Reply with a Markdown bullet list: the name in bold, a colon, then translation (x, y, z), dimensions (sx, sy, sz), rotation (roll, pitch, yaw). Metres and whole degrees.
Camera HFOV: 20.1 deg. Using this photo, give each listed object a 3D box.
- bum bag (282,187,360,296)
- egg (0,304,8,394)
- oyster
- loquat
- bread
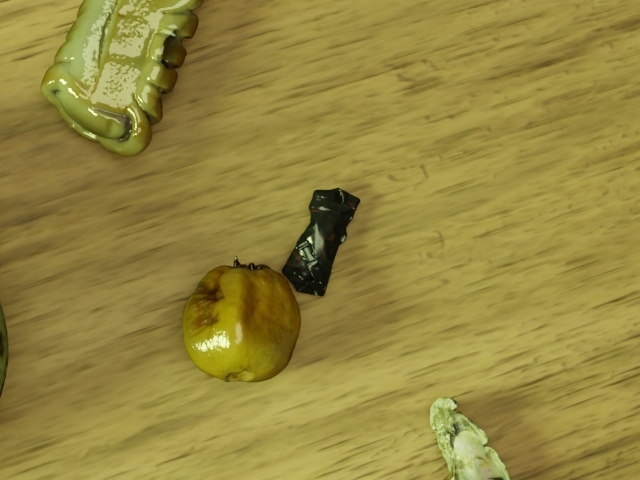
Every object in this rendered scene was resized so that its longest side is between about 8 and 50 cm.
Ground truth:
- **bum bag**: translation (0.000, 0.000, 1.998), dimensions (0.058, 0.034, 0.124), rotation (24, 81, -14)
- **egg**: translation (-0.490, 0.076, 1.791), dimensions (0.379, 0.287, 0.287), rotation (26, 80, -3)
- **oyster**: translation (0.173, 0.272, 1.991), dimensions (0.106, 0.061, 0.200), rotation (2, 85, -26)
- **loquat**: translation (-0.084, 0.087, 1.939), dimensions (0.137, 0.113, 0.137), rotation (1, 70, -2)
- **bread**: translation (-0.211, -0.210, 1.971), dimensions (0.134, 0.081, 0.225), rotation (23, 82, 0)
